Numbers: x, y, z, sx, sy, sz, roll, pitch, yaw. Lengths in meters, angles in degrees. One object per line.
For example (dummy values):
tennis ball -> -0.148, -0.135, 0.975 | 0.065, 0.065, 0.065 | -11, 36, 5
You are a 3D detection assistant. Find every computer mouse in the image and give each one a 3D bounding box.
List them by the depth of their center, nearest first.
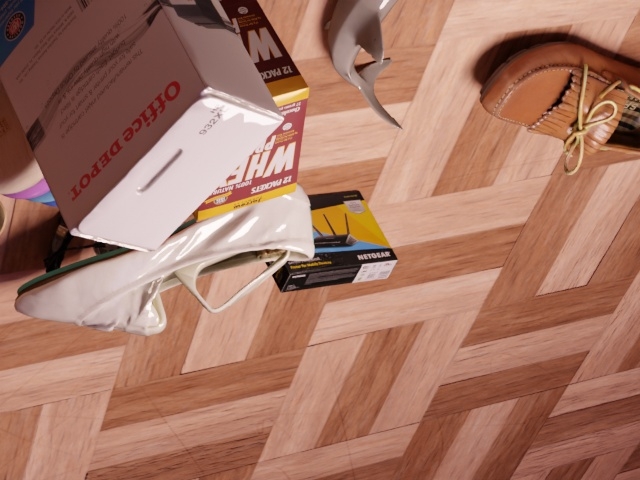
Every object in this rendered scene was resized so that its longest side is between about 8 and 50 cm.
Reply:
computer mouse -> -0.264, -0.006, 2.290 | 0.193, 0.042, 0.106 | -5, 137, -25

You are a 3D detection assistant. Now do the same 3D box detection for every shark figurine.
shark figurine -> 0.058, -0.242, 2.142 | 0.166, 0.116, 0.278 | -12, 143, -23

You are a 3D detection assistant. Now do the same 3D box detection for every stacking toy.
stacking toy -> -0.287, -0.088, 2.090 | 0.141, 0.141, 0.330 | -37, 155, 13

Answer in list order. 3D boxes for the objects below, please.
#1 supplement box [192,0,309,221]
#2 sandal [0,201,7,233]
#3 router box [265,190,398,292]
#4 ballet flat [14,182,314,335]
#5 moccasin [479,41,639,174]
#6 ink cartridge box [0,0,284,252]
supplement box -> -0.117, -0.165, 2.027 | 0.129, 0.194, 0.191 | -18, 147, -19
sandal -> -0.465, 0.004, 2.132 | 0.240, 0.088, 0.079 | -33, -179, 20
router box -> 0.000, 0.000, 2.419 | 0.179, 0.133, 0.046 | -7, 143, -32
ballet flat -> -0.189, 0.046, 2.229 | 0.400, 0.139, 0.139 | -23, 148, -6
moccasin -> 0.371, -0.179, 2.445 | 0.380, 0.147, 0.139 | 12, 130, -47
ink cartridge box -> -0.204, -0.176, 1.832 | 0.223, 0.307, 0.129 | -44, 145, 23
